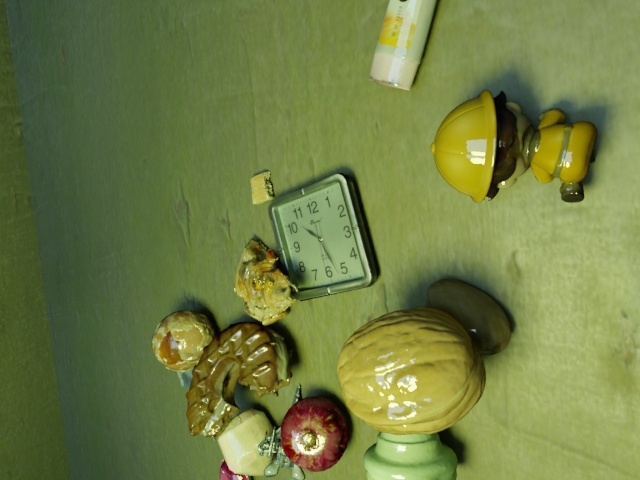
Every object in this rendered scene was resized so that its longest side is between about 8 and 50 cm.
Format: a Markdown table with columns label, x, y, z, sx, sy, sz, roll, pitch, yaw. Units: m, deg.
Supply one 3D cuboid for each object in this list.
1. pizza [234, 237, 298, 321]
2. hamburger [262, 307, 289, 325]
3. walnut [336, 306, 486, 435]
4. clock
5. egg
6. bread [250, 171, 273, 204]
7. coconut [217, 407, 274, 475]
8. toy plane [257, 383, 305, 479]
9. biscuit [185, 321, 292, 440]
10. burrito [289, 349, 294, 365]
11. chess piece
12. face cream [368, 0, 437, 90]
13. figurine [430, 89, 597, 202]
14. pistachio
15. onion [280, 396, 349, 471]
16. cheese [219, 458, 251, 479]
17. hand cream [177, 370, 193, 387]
| label | x | y | z | sx | sy | sz | roll | pitch | yaw |
| --- | --- | --- | --- | --- | --- | --- | --- | --- | --- |
| pizza | -0.151 | 0.116 | 1.188 | 0.297 | 0.071 | 0.189 | 38 | 108 | 51 |
| hamburger | -0.126 | 0.200 | 1.243 | 0.083 | 0.076 | 0.044 | -34 | 74 | 24 |
| walnut | 0.153 | 0.233 | 0.806 | 0.261 | 0.225 | 0.225 | -21 | 84 | 24 |
| clock | 0.000 | 0.000 | 1.124 | 0.273 | 0.049 | 0.279 | -16 | 87 | 40 |
| egg | -0.435 | 0.316 | 1.438 | 0.233 | 0.195 | 0.195 | -16 | 87 | 37 |
| bread | -0.162 | -0.143 | 1.244 | 0.070 | 0.035 | 0.083 | -19 | 78 | 39 |
| coconut | -0.205 | 0.594 | 1.318 | 0.171 | 0.171 | 0.183 | -44 | 69 | 35 |
| toy plane | -0.077 | 0.521 | 1.243 | 0.169 | 0.078 | 0.246 | 11 | 91 | -4 |
| biscuit | -0.236 | 0.363 | 1.266 | 0.366 | 0.115 | 0.268 | -38 | 44 | 20 |
| burrito | -0.123 | 0.348 | 1.285 | 0.149 | 0.041 | 0.055 | -24 | 97 | 35 |
| chess piece | 0.182 | 0.356 | 0.964 | 0.194 | 0.194 | 0.299 | -7 | 84 | 39 |
| face cream | 0.175 | -0.441 | 0.901 | 0.107 | 0.073 | 0.269 | 33 | 118 | 39 |
| figurine | 0.319 | -0.158 | 0.771 | 0.256 | 0.167 | 0.192 | 7 | 88 | 36 |
| pistachio | 0.280 | 0.149 | 0.889 | 0.126 | 0.108 | 0.185 | -48 | 60 | -2 |
| onion | -0.015 | 0.485 | 1.148 | 0.177 | 0.153 | 0.177 | 0 | 104 | 1 |
| cheese | -0.274 | 0.805 | 1.468 | 0.155 | 0.062 | 0.244 | 10 | 105 | 38 |
| hand cream | -0.412 | 0.470 | 1.533 | 0.256 | 0.055 | 0.088 | -6 | 101 | 42 |
